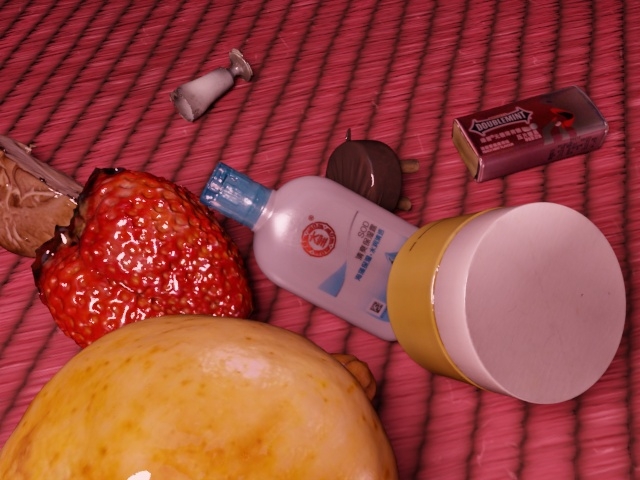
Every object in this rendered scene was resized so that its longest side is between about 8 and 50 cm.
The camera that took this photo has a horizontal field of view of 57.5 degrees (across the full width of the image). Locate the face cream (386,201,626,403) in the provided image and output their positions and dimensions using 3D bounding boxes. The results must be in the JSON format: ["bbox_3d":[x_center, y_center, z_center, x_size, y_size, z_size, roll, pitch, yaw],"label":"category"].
[{"bbox_3d":[0.213,0.070,0.705,0.218,0.179,0.218,1,86,-20],"label":"face cream"}]

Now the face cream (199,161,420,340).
[{"bbox_3d":[0.000,0.000,0.789,0.337,0.080,0.163,29,88,-10],"label":"face cream"}]

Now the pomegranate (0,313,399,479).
[{"bbox_3d":[-0.091,0.236,0.565,0.411,0.410,0.409,-3,56,4],"label":"pomegranate"}]

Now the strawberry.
[{"bbox_3d":[-0.219,0.045,0.796,0.289,0.238,0.250,21,91,10],"label":"strawberry"}]

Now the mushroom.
[{"bbox_3d":[-0.484,-0.061,0.962,0.286,0.156,0.151,35,94,26],"label":"mushroom"}]

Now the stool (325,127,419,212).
[{"bbox_3d":[0.078,-0.063,0.897,0.121,0.125,0.217,-1,83,-35],"label":"stool"}]

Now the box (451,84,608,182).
[{"bbox_3d":[0.347,-0.180,0.982,0.224,0.069,0.120,-15,56,-3],"label":"box"}]

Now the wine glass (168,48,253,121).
[{"bbox_3d":[-0.207,-0.296,1.115,0.072,0.072,0.155,37,66,26],"label":"wine glass"}]
